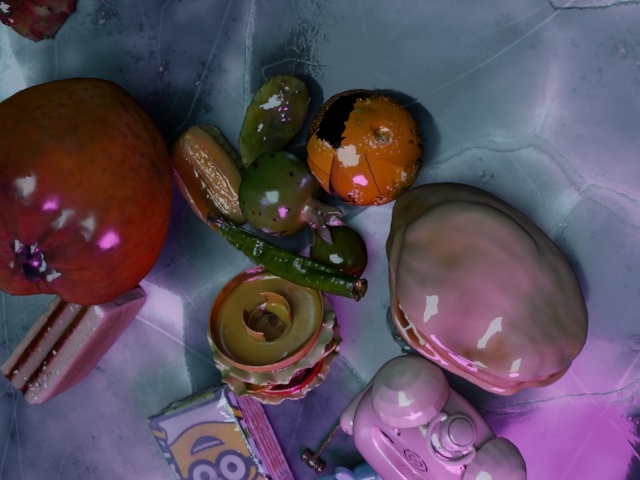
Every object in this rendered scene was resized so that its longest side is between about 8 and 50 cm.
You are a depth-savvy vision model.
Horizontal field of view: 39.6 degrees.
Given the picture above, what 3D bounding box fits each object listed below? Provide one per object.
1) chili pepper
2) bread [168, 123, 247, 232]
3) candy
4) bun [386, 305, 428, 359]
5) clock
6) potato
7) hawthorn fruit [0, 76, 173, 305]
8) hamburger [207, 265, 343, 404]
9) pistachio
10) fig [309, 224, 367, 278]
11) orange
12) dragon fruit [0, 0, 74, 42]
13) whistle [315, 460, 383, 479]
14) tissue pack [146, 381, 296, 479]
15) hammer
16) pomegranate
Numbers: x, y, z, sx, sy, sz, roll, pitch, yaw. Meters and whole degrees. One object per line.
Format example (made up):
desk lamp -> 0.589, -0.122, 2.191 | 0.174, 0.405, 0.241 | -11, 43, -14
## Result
chili pepper -> -0.076, 0.036, 1.752 | 0.359, 0.085, 0.076 | 23, 109, 20
bread -> -0.228, -0.130, 1.879 | 0.140, 0.106, 0.236 | -36, 87, 22
candy -> -0.552, 0.209, 2.002 | 0.135, 0.179, 0.321 | 45, 108, 8
bun -> 0.182, 0.183, 1.784 | 0.083, 0.141, 0.141 | -41, 85, -7
clock -> 0.209, 0.379, 1.703 | 0.342, 0.326, 0.184 | 41, 65, 0
potato -> -0.101, -0.240, 1.825 | 0.117, 0.090, 0.225 | 25, 112, -10
hawthorn fruit -> -0.512, -0.104, 1.799 | 0.471, 0.472, 0.472 | 3, 100, 17
hamburger -> -0.093, 0.200, 1.815 | 0.274, 0.212, 0.274 | -4, 54, 6
pistachio -> 0.294, 0.080, 1.643 | 0.445, 0.365, 0.281 | 51, 151, 14
fig -> 0.000, 0.000, 1.845 | 0.236, 0.124, 0.124 | 41, 110, 32
orange -> 0.085, -0.178, 1.712 | 0.182, 0.234, 0.234 | -19, 95, 64
dragon fruit -> -0.623, -0.575, 1.915 | 0.161, 0.126, 0.274 | -10, 97, 19
whistle -> 0.083, 0.538, 1.905 | 0.186, 0.093, 0.274 | 39, 114, -20
tissue pack -> -0.209, 0.477, 1.965 | 0.228, 0.128, 0.311 | -25, 91, 22
hammer -> 0.055, 0.385, 1.922 | 0.058, 0.029, 0.292 | 37, 106, 7
pomegranate -> -0.053, -0.078, 1.766 | 0.224, 0.181, 0.182 | 32, 108, 21
